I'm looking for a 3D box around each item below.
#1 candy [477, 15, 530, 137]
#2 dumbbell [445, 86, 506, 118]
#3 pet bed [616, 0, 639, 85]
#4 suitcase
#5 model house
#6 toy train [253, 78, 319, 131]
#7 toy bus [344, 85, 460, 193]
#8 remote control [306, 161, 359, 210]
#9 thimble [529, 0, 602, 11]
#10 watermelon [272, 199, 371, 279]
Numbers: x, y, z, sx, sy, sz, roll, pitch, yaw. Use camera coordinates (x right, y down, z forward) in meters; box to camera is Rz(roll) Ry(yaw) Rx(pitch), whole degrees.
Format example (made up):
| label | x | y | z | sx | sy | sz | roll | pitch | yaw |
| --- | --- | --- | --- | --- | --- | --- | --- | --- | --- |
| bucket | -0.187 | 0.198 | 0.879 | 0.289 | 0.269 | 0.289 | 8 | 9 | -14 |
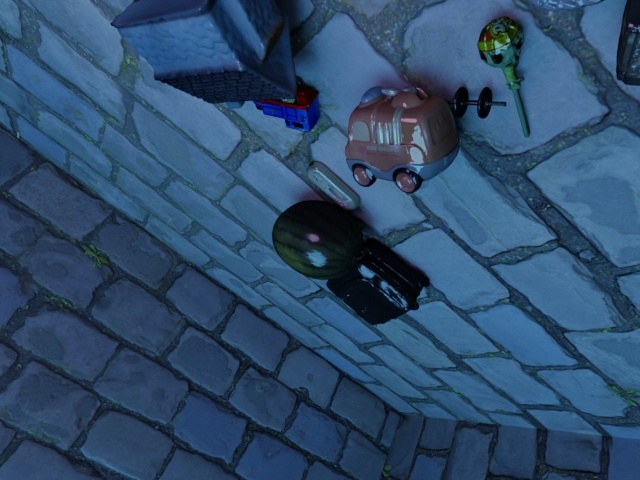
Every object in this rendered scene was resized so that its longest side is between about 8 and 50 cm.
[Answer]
| label | x | y | z | sx | sy | sz | roll | pitch | yaw |
| --- | --- | --- | --- | --- | --- | --- | --- | --- | --- |
| candy | 0.410 | -0.327 | 0.866 | 0.083 | 0.091 | 0.305 | -10 | 139 | 33 |
| dumbbell | 0.346 | -0.313 | 0.927 | 0.147 | 0.069 | 0.069 | 16 | 147 | 37 |
| pet bed | 0.577 | -0.346 | 0.602 | 0.211 | 0.183 | 0.159 | 12 | 151 | 30 |
| suitcase | 0.211 | 0.172 | 1.651 | 0.339 | 0.188 | 0.345 | 39 | 149 | -4 |
| model house | -0.206 | -0.471 | 0.980 | 0.361 | 0.297 | 0.339 | 9 | 150 | 31 |
| toy train | -0.108 | -0.398 | 1.170 | 0.204 | 0.082 | 0.131 | 18 | 149 | 18 |
| toy bus | 0.189 | -0.261 | 1.002 | 0.288 | 0.194 | 0.231 | 20 | 141 | 41 |
| remote control | 0.042 | -0.181 | 1.393 | 0.221 | 0.042 | 0.078 | 39 | 148 | -16 |
| thimble | 0.408 | -0.449 | 0.646 | 0.152 | 0.117 | 0.127 | 16 | 146 | 24 |
| watermelon | 0.000 | 0.000 | 1.458 | 0.360 | 0.278 | 0.278 | 25 | 150 | 28 |
